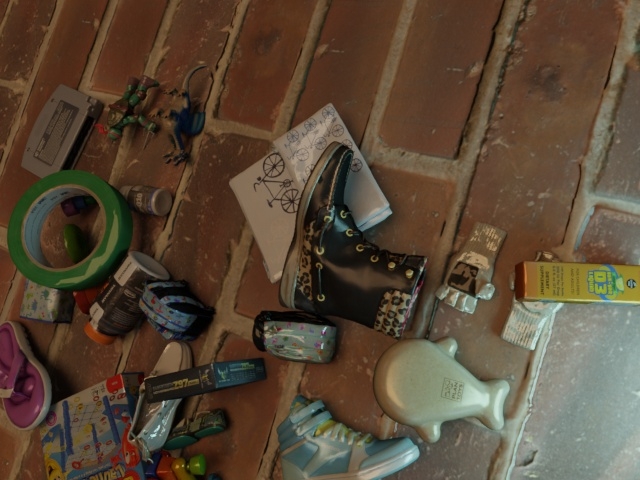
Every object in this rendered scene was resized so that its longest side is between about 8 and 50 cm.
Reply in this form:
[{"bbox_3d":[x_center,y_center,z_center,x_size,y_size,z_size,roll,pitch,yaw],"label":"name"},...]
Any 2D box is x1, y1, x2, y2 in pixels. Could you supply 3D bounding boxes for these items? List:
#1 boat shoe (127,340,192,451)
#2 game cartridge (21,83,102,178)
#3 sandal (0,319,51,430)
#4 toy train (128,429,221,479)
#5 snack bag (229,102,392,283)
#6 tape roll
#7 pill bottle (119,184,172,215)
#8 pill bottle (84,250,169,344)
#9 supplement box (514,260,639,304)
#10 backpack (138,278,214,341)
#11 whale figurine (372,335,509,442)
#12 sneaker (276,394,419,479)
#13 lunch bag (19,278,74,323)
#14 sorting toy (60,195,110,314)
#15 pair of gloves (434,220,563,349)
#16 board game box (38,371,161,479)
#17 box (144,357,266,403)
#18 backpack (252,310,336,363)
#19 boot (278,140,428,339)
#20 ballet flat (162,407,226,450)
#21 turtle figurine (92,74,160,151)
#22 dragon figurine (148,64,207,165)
[{"bbox_3d":[-0.399,0.373,1.403,0.098,0.096,0.277,-3,60,27],"label":"boat shoe"},{"bbox_3d":[-0.819,-0.334,1.780,0.198,0.062,0.297,27,90,30],"label":"game cartridge"},{"bbox_3d":[-0.873,0.375,1.582,0.416,0.102,0.169,36,95,41],"label":"sandal"},{"bbox_3d":[-0.334,0.526,1.319,0.143,0.105,0.248,-14,113,8],"label":"toy train"},{"bbox_3d":[-0.045,-0.113,1.347,0.343,0.037,0.323,-31,68,15],"label":"snack bag"},{"bbox_3d":[-0.669,-0.026,1.520,0.321,0.077,0.321,-2,77,7],"label":"tape roll"},{"bbox_3d":[-0.491,-0.114,1.580,0.137,0.078,0.078,9,83,25],"label":"pill bottle"},{"bbox_3d":[-0.523,0.159,1.509,0.130,0.130,0.245,40,96,25],"label":"pill bottle"},{"bbox_3d":[0.500,0.082,1.087,0.234,0.080,0.078,2,80,5],"label":"supplement box"},{"bbox_3d":[-0.378,0.172,1.421,0.158,0.173,0.117,40,96,24],"label":"backpack"},{"bbox_3d":[0.242,0.307,1.170,0.272,0.141,0.216,14,73,1],"label":"whale figurine"},{"bbox_3d":[0.038,0.419,1.220,0.319,0.127,0.208,-21,73,17],"label":"sneaker"},{"bbox_3d":[-0.797,0.171,1.643,0.151,0.096,0.128,5,82,14],"label":"lunch bag"},{"bbox_3d":[-0.645,0.022,1.619,0.126,0.127,0.365,-15,74,-5],"label":"sorting toy"},{"bbox_3d":[0.383,0.089,1.186,0.240,0.042,0.204,31,92,24],"label":"pair of gloves"},{"bbox_3d":[-0.573,0.540,1.476,0.308,0.086,0.301,-27,70,16],"label":"board game box"},{"bbox_3d":[-0.258,0.320,1.306,0.183,0.233,0.059,-17,76,20],"label":"box"},{"bbox_3d":[-0.052,0.222,1.300,0.182,0.152,0.115,6,87,12],"label":"backpack"},{"bbox_3d":[0.085,0.008,1.185,0.284,0.138,0.377,20,99,17],"label":"boot"},{"bbox_3d":[-0.313,0.464,1.403,0.188,0.070,0.070,-23,71,16],"label":"ballet flat"},{"bbox_3d":[-0.556,-0.363,1.644,0.175,0.118,0.234,16,80,25],"label":"turtle figurine"},{"bbox_3d":[-0.381,-0.346,1.576,0.085,0.144,0.289,8,63,26],"label":"dragon figurine"}]
